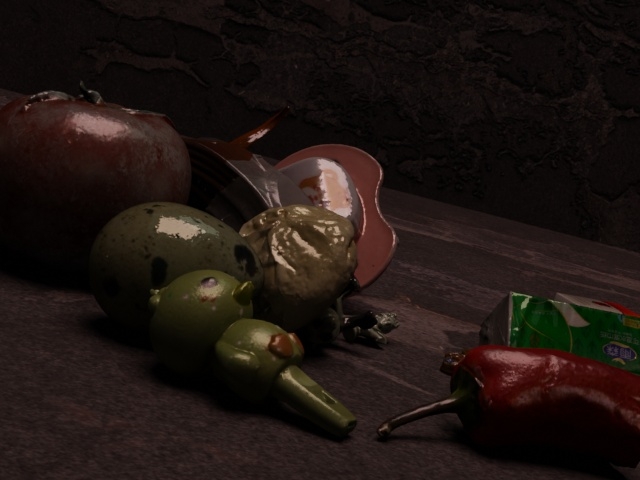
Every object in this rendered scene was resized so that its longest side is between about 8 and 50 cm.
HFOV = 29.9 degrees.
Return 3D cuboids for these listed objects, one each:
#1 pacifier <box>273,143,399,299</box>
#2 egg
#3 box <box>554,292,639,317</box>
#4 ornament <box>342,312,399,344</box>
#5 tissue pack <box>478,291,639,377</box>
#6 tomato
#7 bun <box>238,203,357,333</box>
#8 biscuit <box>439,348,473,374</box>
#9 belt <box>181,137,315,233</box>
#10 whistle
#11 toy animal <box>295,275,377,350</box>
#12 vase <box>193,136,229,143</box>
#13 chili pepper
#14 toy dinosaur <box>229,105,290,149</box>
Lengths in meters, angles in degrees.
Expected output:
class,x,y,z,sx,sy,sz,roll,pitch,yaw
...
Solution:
class,x,y,z,sx,sy,sz,roll,pitch,yaw
pacifier,0.009,-0.021,2.044,0.273,0.220,0.332,21,43,-35
egg,-0.186,0.040,1.548,0.228,0.177,0.177,8,10,-4
box,0.557,0.148,2.411,0.152,0.048,0.100,13,12,-20
ornament,0.074,0.135,1.807,0.068,0.041,0.092,12,18,20
tissue pack,0.333,0.183,1.653,0.209,0.156,0.148,12,-26,-7
tomato,-0.350,-0.093,1.776,0.317,0.282,0.316,12,7,-1
bun,-0.051,0.031,1.661,0.134,0.220,0.220,50,-5,-23
biscuit,0.253,0.189,1.789,0.124,0.026,0.175,21,12,39
belt,-0.149,-0.036,1.909,0.339,0.217,0.122,36,18,25
whistle,-0.079,0.119,1.393,0.294,0.141,0.141,19,11,21
toy animal,0.006,0.094,1.746,0.121,0.093,0.225,-27,21,1
vase,-0.248,-0.091,2.327,0.173,0.173,0.321,14,16,2
chili pepper,0.228,0.188,1.453,0.338,0.131,0.134,10,1,-11
toy dinosaur,-0.226,-0.069,2.098,0.432,0.208,0.097,-20,-35,4
